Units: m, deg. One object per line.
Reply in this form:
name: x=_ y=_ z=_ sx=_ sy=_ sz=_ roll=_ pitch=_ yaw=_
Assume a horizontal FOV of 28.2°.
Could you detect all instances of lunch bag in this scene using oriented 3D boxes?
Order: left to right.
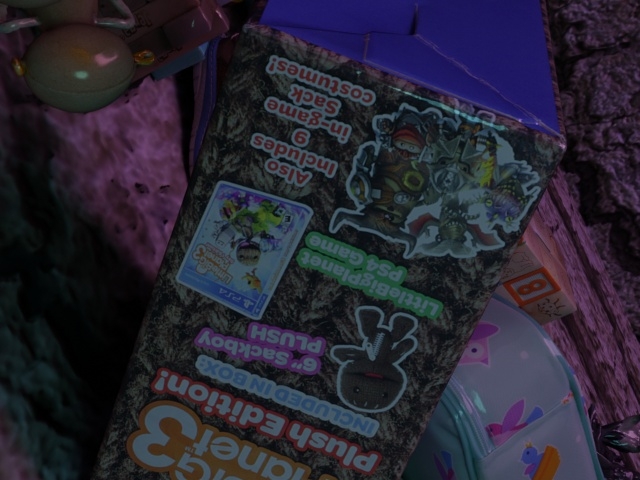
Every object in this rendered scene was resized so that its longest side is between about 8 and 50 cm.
lunch bag: x=0.100 y=0.155 z=0.928 sx=0.224 sy=0.108 sz=0.279 roll=30 pitch=-35 yaw=54

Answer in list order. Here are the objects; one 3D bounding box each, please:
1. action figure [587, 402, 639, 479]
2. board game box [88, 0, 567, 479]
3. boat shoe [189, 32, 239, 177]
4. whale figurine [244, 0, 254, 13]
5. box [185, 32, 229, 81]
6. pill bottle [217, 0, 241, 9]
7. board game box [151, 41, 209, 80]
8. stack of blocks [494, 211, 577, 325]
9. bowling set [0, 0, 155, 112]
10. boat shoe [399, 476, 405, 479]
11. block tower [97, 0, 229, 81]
action figure: x=0.344 y=0.280 z=1.472 sx=0.275 sy=0.141 sz=0.164 roll=63 pitch=25 yaw=-71
board game box: x=0.000 y=0.000 z=0.670 sx=0.141 sy=0.291 sz=0.232 roll=20 pitch=29 yaw=-4
boat shoe: x=-0.056 y=-0.079 z=0.958 sx=0.066 sy=0.066 sz=0.183 roll=25 pitch=53 yaw=-55
whale figurine: x=-0.019 y=-0.218 z=1.204 sx=0.272 sy=0.141 sz=0.216 roll=42 pitch=18 yaw=3
box: x=-0.085 y=-0.143 z=1.054 sx=0.067 sy=0.018 sz=0.083 roll=59 pitch=20 yaw=-23
pill bottle: x=-0.014 y=-0.260 z=0.924 sx=0.117 sy=0.215 sz=0.117 roll=54 pitch=24 yaw=-37
board game box: x=-0.135 y=-0.242 z=0.988 sx=0.160 sy=0.047 sz=0.210 roll=57 pitch=20 yaw=-28
stack of blocks: x=0.093 y=-0.010 z=1.151 sx=0.297 sy=0.171 sz=0.087 roll=47 pitch=27 yaw=-44
bowling set: x=-0.145 y=-0.104 z=0.551 sx=0.199 sy=0.287 sz=0.154 roll=109 pitch=-33 yaw=-47
boat shoe: x=0.004 y=0.165 z=0.860 sx=0.223 sy=0.080 sz=0.073 roll=61 pitch=24 yaw=-3
block tower: x=-0.174 y=-0.255 z=0.796 sx=0.335 sy=0.091 sz=0.097 roll=61 pitch=9 yaw=-21
